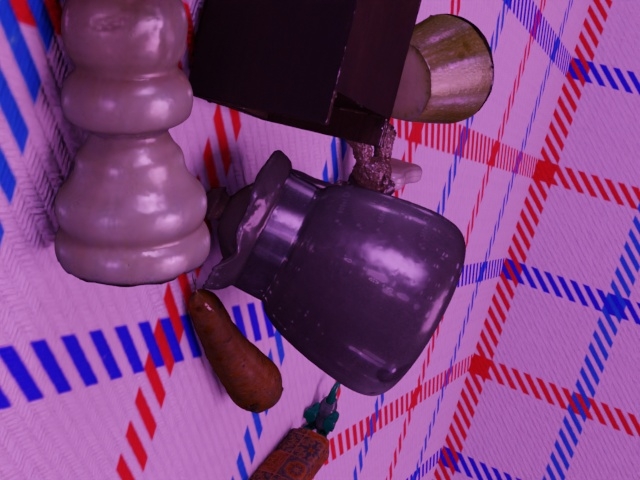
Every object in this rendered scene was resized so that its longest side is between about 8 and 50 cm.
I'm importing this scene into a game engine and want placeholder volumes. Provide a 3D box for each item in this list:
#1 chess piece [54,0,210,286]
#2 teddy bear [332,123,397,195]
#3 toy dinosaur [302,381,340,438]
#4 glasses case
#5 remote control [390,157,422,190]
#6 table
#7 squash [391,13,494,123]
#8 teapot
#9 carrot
[{"bbox_3d":[-0.157,-0.096,0.710,0.133,0.133,0.243,-36,135,-55],"label":"chess piece"},{"bbox_3d":[0.072,-0.093,1.293,0.119,0.078,0.160,-9,127,-34],"label":"teddy bear"},{"bbox_3d":[0.010,0.308,1.550,0.096,0.059,0.132,-43,155,-65],"label":"toy dinosaur"},{"bbox_3d":[-0.068,0.390,1.393,0.218,0.075,0.049,-43,144,-49],"label":"glasses case"},{"bbox_3d":[0.116,-0.108,1.408,0.122,0.074,0.032,-25,129,-59],"label":"remote control"},{"bbox_3d":[-0.016,-0.213,0.871,0.169,0.173,0.193,3,102,-67],"label":"table"},{"bbox_3d":[0.158,-0.249,1.291,0.123,0.170,0.170,-21,130,-39],"label":"squash"},{"bbox_3d":[0.007,-0.008,0.998,0.223,0.285,0.305,-56,-172,53],"label":"teapot"},{"bbox_3d":[-0.117,0.132,1.085,0.078,0.078,0.298,-59,150,-26],"label":"carrot"}]
